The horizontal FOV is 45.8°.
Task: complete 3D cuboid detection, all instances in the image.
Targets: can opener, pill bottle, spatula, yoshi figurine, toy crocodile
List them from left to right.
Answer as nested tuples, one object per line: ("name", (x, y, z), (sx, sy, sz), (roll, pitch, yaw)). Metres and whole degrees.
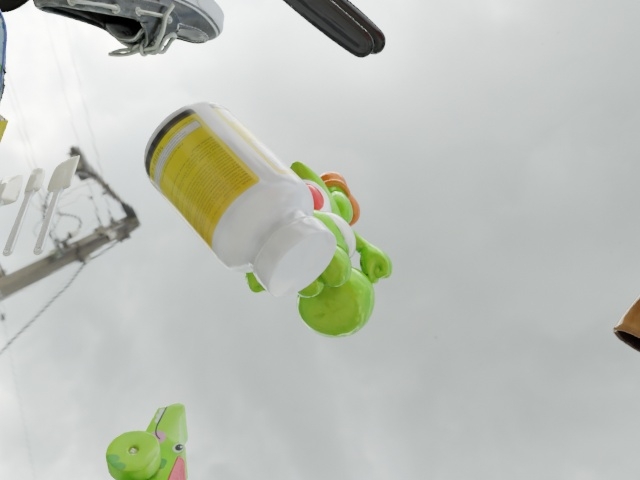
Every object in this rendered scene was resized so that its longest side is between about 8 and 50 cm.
("spatula", (-0.511, -0.049, 1.299), (0.168, 0.242, 0.019), (-10, -45, 9))
("toy crocodile", (-0.216, 0.323, 0.866), (0.105, 0.340, 0.115), (9, -60, 9))
("pill bottle", (-0.072, -0.037, 0.681), (0.184, 0.103, 0.103), (46, -51, 28))
("can opener", (-0.020, -0.218, 0.637), (0.186, 0.059, 0.073), (49, -47, 11))
("yoshi figurine", (-0.002, 0.026, 1.137), (0.203, 0.362, 0.203), (29, -73, -14))

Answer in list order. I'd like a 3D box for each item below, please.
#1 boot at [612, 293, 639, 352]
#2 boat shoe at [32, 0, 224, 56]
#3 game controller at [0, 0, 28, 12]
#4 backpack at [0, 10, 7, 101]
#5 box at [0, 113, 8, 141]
("boot", (0.399, -0.001, 0.571), (0.264, 0.280, 0.096), (17, -30, 48))
("boat shoe", (-0.241, -0.296, 0.998), (0.113, 0.306, 0.104), (-1, -94, 28))
("game controller", (-0.453, -0.503, 1.209), (0.319, 0.067, 0.166), (-32, -54, 10))
("backpack", (-0.305, -0.150, 0.608), (0.084, 0.105, 0.114), (-2, -98, 54))
("box", (-0.412, -0.148, 0.794), (0.169, 0.059, 0.054), (36, -70, 15))
